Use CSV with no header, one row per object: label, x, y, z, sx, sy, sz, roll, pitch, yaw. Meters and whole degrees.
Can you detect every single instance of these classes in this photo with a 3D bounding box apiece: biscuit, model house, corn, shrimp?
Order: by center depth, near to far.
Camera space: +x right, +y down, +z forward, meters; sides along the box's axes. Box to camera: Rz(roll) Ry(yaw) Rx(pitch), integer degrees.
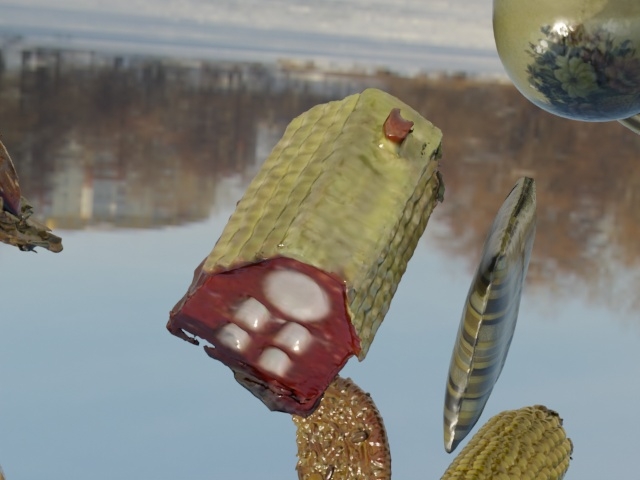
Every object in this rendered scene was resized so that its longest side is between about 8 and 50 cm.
model house,0.000,0.000,1.291,0.160,0.196,0.254,31,145,-2
biscuit,0.020,0.213,1.524,0.025,0.206,0.126,13,135,-37
corn,0.158,0.263,1.533,0.106,0.106,0.305,8,-152,33
shrimp,-0.376,-0.067,1.664,0.287,0.152,0.063,29,-147,-37

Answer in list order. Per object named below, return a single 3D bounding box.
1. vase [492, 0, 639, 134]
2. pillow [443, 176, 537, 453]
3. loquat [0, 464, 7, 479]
vase,0.375,-0.223,1.696,0.302,0.329,0.241,0,-133,40
pillow,0.161,0.067,1.444,0.052,0.212,0.208,16,-155,8
loquat,-0.346,0.214,1.216,0.208,0.208,0.208,4,-174,0
